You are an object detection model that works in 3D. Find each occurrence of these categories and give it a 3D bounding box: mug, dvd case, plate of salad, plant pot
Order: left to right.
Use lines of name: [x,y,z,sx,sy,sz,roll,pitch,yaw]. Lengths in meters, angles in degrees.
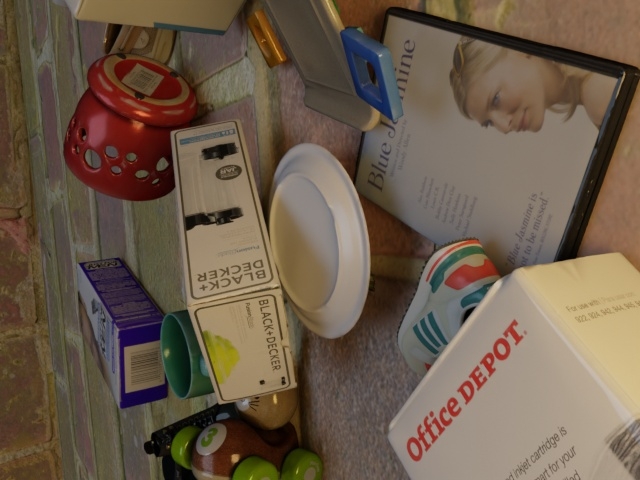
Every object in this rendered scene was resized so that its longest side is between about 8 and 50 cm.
plant pot: [-0.293,-0.184,1.009,0.174,0.191,0.191,-56,49,35]
mug: [-0.167,0.173,0.948,0.157,0.097,0.129,50,134,41]
plate of salad: [0.000,0.000,0.649,0.200,0.048,0.199,21,115,55]
dvd case: [0.117,-0.080,0.522,0.253,0.022,0.180,40,128,48]

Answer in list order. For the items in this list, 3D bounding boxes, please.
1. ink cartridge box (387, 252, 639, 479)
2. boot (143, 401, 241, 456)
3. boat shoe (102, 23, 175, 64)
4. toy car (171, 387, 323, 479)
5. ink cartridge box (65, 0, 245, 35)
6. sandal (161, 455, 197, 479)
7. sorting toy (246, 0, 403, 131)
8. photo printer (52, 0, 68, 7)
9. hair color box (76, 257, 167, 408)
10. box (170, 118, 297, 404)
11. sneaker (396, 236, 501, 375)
ink cartridge box: [0.182,0.170,0.377,0.273,0.115,0.198,58,140,34]
boot: [-0.170,0.277,0.936,0.198,0.137,0.076,-51,53,47]
boat shoe: [-0.277,-0.427,1.002,0.121,0.110,0.341,58,140,35]
toy car: [-0.084,0.207,0.799,0.155,0.149,0.188,6,88,44]
ink cartridge box: [-0.245,-0.412,0.777,0.129,0.223,0.307,-47,68,38]
sandal: [-0.265,0.420,1.190,0.254,0.055,0.097,-57,49,46]
sorting toy: [-0.007,-0.215,0.613,0.196,0.047,0.348,65,169,-28]
photo printer: [-0.544,-0.699,1.381,0.307,0.107,0.256,-22,77,57]
hair color box: [-0.434,0.186,1.370,0.339,0.110,0.185,34,125,52]
box: [-0.102,0.012,0.716,0.169,0.087,0.290,85,170,-45]
sneaker: [0.108,0.076,0.509,0.161,0.057,0.075,98,153,-44]
